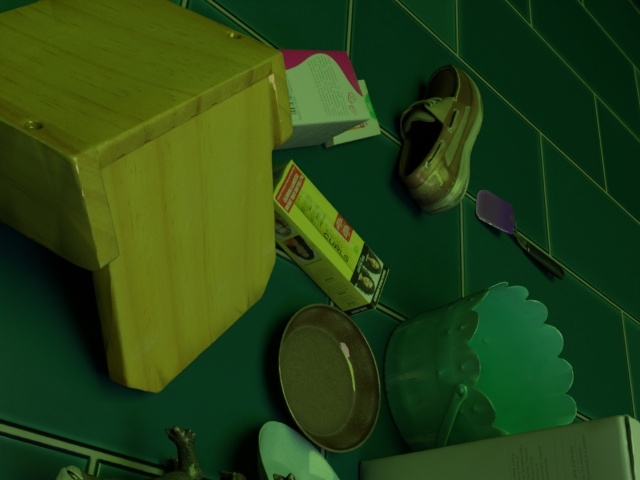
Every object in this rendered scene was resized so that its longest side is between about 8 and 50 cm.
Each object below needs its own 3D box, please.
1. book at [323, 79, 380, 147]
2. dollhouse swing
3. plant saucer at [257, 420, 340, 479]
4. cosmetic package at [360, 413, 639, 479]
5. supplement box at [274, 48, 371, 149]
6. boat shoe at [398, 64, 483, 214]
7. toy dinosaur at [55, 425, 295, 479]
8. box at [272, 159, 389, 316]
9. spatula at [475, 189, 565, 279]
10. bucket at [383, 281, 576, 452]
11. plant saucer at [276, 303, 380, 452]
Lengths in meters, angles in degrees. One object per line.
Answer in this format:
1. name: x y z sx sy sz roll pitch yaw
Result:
1. book: 0.038 -0.206 1.340 0.144 0.035 0.096 -23 95 -53
2. dollhouse swing: -0.227 -0.064 0.935 0.315 0.305 0.347 27 38 16
3. plant saucer: -0.021 0.305 0.976 0.195 0.037 0.195 49 12 -14
4. cosmetic package: 0.258 0.344 1.050 0.217 0.385 0.156 28 54 -42
5. supplement box: -0.045 -0.197 1.170 0.220 0.114 0.111 -14 83 -50
6. boat shoe: 0.205 -0.201 1.463 0.116 0.123 0.324 36 46 -31
7. toy dinosaur: -0.115 0.290 0.817 0.313 0.121 0.160 26 47 -9
8. box: 0.000 0.000 1.170 0.232 0.058 0.087 48 43 -23
9. spatula: 0.411 -0.003 1.678 0.296 0.030 0.084 39 44 -31
10. bucket: 0.239 0.213 1.252 0.281 0.183 0.281 24 56 -41
11. plant saucer: 0.005 0.184 1.106 0.198 0.036 0.199 24 56 -42
